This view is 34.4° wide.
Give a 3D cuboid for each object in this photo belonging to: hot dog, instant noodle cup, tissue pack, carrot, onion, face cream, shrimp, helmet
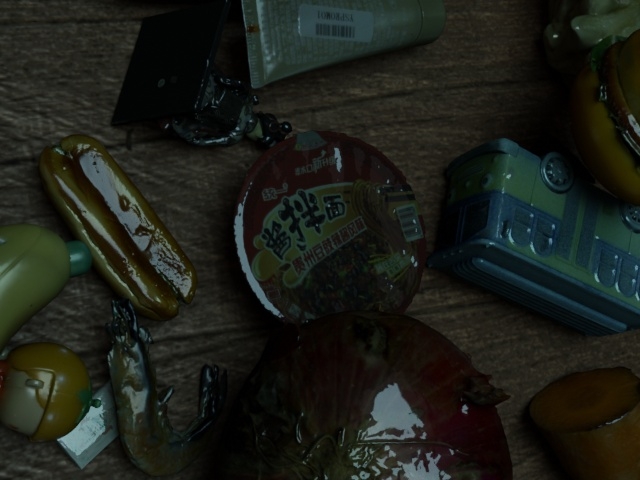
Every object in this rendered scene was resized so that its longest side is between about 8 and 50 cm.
[{"bbox_3d":[-0.241,-0.010,1.211,0.100,0.068,0.249,-42,101,-38],"label":"hot dog"},{"bbox_3d":[0.000,0.000,1.316,0.274,0.090,0.274,6,77,-26],"label":"instant noodle cup"},{"bbox_3d":[-0.251,0.204,1.181,0.108,0.023,0.056,-44,101,-28],"label":"tissue pack"},{"bbox_3d":[0.410,0.302,1.439,0.159,0.159,0.225,-38,108,-28],"label":"carrot"},{"bbox_3d":[0.053,0.246,1.154,0.353,0.353,0.354,6,76,-25],"label":"onion"},{"bbox_3d":[0.030,-0.285,1.355,0.341,0.084,0.137,-16,106,-43],"label":"face cream"},{"bbox_3d":[-0.176,0.160,1.195,0.152,0.046,0.219,-20,100,-42],"label":"shrimp"},{"bbox_3d":[0.347,-0.106,1.532,0.111,0.057,0.089,36,23,-20],"label":"helmet"}]

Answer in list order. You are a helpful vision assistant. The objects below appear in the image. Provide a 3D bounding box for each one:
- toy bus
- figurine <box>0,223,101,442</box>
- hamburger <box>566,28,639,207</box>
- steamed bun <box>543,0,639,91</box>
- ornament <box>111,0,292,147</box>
[{"bbox_3d":[0.321,0.001,1.444,0.312,0.152,0.190,24,69,-21],"label":"toy bus"},{"bbox_3d":[-0.346,0.138,1.100,0.222,0.124,0.325,18,74,-26],"label":"figurine"},{"bbox_3d":[0.429,-0.155,1.373,0.246,0.170,0.246,29,43,-32],"label":"hamburger"},{"bbox_3d":[0.439,-0.319,1.563,0.247,0.189,0.428,-1,80,-19],"label":"steamed bun"},{"bbox_3d":[-0.128,-0.171,1.303,0.196,0.153,0.166,32,65,-43],"label":"ornament"}]
